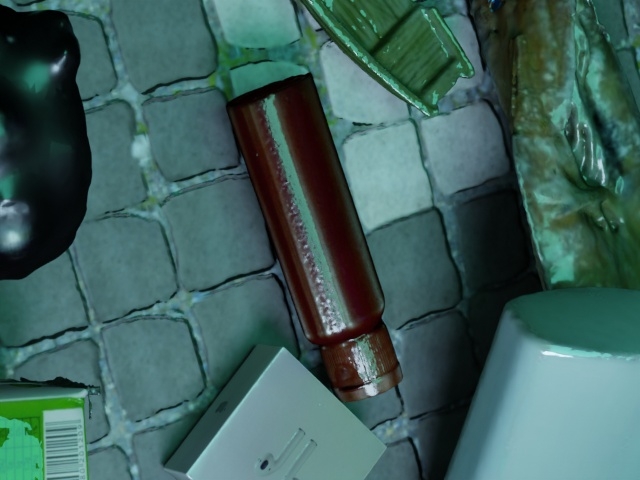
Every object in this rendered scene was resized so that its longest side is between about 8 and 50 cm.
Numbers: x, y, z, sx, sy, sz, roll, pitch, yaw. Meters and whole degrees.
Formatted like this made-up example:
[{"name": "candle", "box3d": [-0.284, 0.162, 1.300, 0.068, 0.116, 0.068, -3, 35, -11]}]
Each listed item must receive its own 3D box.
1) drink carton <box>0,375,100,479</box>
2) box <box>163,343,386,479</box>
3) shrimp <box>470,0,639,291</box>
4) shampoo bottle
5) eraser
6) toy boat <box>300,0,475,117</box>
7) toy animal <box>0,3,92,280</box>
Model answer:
[{"name": "drink carton", "box3d": [-0.301, 0.155, 1.340, 0.271, 0.161, 0.108, -1, 90, -31]}, {"name": "box", "box3d": [-0.036, 0.174, 1.546, 0.130, 0.051, 0.129, 45, 70, -21]}, {"name": "shrimp", "box3d": [0.196, -0.102, 1.622, 0.221, 0.110, 0.445, -27, 100, -57]}, {"name": "shampoo bottle", "box3d": [0.000, 0.000, 1.549, 0.102, 0.064, 0.260, -41, 114, -63]}, {"name": "eraser", "box3d": [0.198, 0.180, 1.566, 0.189, 0.104, 0.290, 4, 124, -20]}, {"name": "toy boat", "box3d": [0.014, -0.227, 1.573, 0.093, 0.055, 0.293, -47, 111, -20]}, {"name": "toy animal", "box3d": [-0.301, -0.050, 1.323, 0.267, 0.212, 0.212, -17, 98, -24]}]
